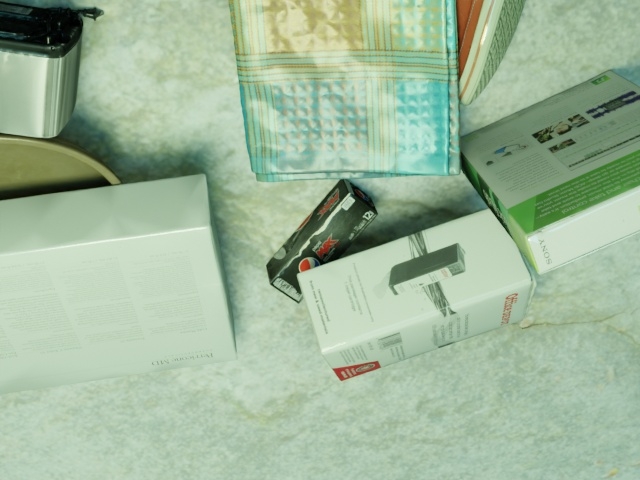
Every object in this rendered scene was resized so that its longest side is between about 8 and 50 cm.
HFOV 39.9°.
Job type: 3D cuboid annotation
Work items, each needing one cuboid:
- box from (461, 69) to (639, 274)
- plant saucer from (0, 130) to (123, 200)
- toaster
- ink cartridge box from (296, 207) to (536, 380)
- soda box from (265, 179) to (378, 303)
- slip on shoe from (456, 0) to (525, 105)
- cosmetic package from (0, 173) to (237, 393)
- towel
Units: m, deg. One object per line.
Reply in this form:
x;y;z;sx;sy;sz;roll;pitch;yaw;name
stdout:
0.303;-0.093;1.032;0.232;0.322;0.058;-24;113;5;box
-0.370;-0.048;1.057;0.278;0.041;0.277;-7;149;-4;plant saucer
-0.348;-0.200;0.982;0.186;0.168;0.110;6;118;-10;toaster
0.127;0.075;1.155;0.273;0.114;0.197;-18;159;2;ink cartridge box
0.000;0.000;1.184;0.053;0.060;0.169;35;106;-23;soda box
0.187;-0.320;1.037;0.101;0.123;0.331;17;125;22;slip on shoe
-0.307;0.067;1.103;0.378;0.097;0.284;-8;138;-4;cosmetic package
0.025;-0.241;1.043;0.272;0.040;0.370;0;118;11;towel
